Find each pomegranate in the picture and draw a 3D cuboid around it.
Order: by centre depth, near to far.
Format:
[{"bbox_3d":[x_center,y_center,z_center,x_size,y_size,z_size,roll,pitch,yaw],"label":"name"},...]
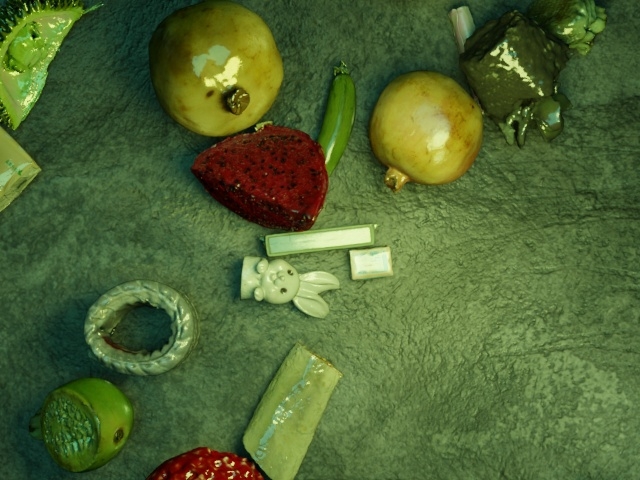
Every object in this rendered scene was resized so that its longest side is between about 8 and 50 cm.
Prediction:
[{"bbox_3d":[-0.501,0.398,1.801,0.241,0.159,0.190,-39,77,23],"label":"pomegranate"},{"bbox_3d":[-0.230,-0.375,1.810,0.307,0.307,0.307,0,85,-1],"label":"pomegranate"},{"bbox_3d":[0.218,-0.226,1.821,0.252,0.229,0.270,37,91,3],"label":"pomegranate"}]

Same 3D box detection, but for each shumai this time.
[{"bbox_3d":[0.556,-0.483,1.918,0.142,0.184,0.184,31,85,-30],"label":"shumai"}]

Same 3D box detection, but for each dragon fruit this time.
[{"bbox_3d":[-0.096,-0.136,1.855,0.317,0.152,0.205,24,66,19],"label":"dragon fruit"}]

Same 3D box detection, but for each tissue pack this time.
[{"bbox_3d":[-0.763,-0.175,1.865,0.222,0.090,0.186,45,84,2],"label":"tissue pack"},{"bbox_3d":[0.112,0.050,1.879,0.094,0.059,0.074,-6,88,-1],"label":"tissue pack"}]

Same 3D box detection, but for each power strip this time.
[{"bbox_3d":[0.000,0.000,1.872,0.272,0.078,0.052,-6,89,-2],"label":"power strip"}]

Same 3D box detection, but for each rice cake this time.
[{"bbox_3d":[0.349,-0.412,1.926,0.055,0.049,0.270,-13,86,-2],"label":"rice cake"}]

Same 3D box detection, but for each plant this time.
[{"bbox_3d":[0.441,-0.351,1.826,0.276,0.188,0.199,45,55,-25],"label":"plant"}]

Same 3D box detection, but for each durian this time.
[{"bbox_3d":[-0.670,-0.443,1.900,0.169,0.157,0.355,34,85,-34],"label":"durian"}]

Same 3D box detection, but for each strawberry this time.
[{"bbox_3d":[-0.259,0.581,1.686,0.317,0.345,0.295,-9,87,-2],"label":"strawberry"}]

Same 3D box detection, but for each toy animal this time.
[{"bbox_3d":[-0.066,0.099,1.840,0.220,0.131,0.104,11,75,-2],"label":"toy animal"}]

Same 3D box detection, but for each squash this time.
[{"bbox_3d":[0.031,-0.250,1.898,0.071,0.080,0.318,19,85,-38],"label":"squash"}]

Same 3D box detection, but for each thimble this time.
[{"bbox_3d":[-0.380,0.193,1.806,0.236,0.172,0.205,-18,83,-5],"label":"thimble"}]

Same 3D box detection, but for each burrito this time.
[{"bbox_3d":[-0.069,0.381,1.828,0.143,0.105,0.299,27,84,-3],"label":"burrito"}]
